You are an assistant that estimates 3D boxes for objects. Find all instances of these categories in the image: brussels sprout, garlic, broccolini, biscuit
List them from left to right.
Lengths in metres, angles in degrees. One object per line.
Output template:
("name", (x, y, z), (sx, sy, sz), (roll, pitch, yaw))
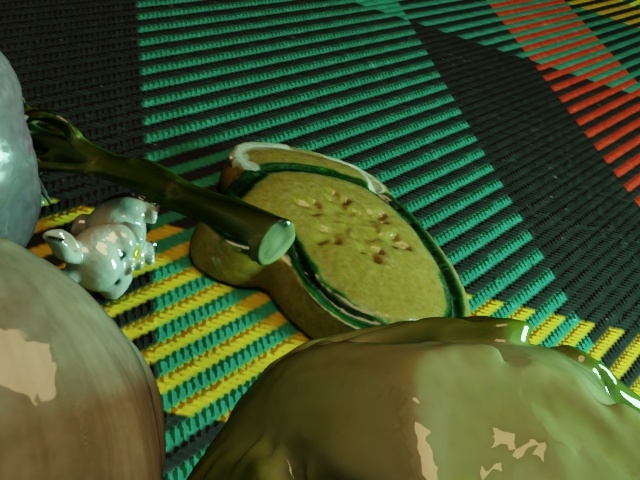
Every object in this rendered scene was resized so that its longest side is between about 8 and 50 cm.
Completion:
("garlic", (-0.233, 0.103, 0.539), (0.322, 0.322, 0.241), (16, 67, -16))
("broccolini", (-0.187, -0.053, 0.880), (0.392, 0.074, 0.079), (23, -15, 38))
("biscuit", (0.001, -0.002, 1.062), (0.287, 0.057, 0.343), (6, 35, -31))
("brussels sprout", (0.062, 0.179, 0.545), (0.289, 0.354, 0.281), (17, 58, 0))

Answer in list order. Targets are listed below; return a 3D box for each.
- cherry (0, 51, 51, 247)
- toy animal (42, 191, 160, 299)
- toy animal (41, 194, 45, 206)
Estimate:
("cherry", (-0.311, -0.059, 0.770), (0.184, 0.213, 0.266), (6, 24, 39))
("toy animal", (-0.187, 0.007, 0.892), (0.085, 0.071, 0.124), (24, 30, -4))
("toy animal", (-0.349, -0.054, 0.900), (0.217, 0.041, 0.075), (20, 28, -18))
